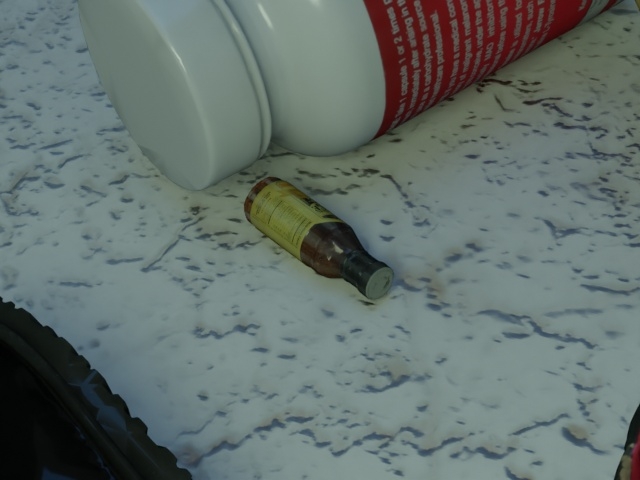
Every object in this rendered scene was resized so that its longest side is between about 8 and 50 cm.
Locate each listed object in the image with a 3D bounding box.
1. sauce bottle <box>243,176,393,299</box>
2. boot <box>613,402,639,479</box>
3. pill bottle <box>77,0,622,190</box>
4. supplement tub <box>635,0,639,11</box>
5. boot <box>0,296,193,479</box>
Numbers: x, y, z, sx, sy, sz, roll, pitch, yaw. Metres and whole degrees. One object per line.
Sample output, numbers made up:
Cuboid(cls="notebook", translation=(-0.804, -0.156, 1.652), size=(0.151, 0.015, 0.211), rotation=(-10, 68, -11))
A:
Cuboid(cls="sauce bottle", translation=(0.000, 0.000, 1.355), size=(0.042, 0.042, 0.128), rotation=(-34, 50, -25))
Cuboid(cls="boot", translation=(0.220, 0.163, 0.956), size=(0.138, 0.284, 0.377), rotation=(12, 47, 22))
Cuboid(cls="pill bottle", translation=(0.040, -0.203, 1.427), size=(0.408, 0.229, 0.229), rotation=(-30, 46, -22))
Cuboid(cls="supplement tub", translation=(0.338, -0.147, 1.261), size=(0.241, 0.241, 0.331), rotation=(-15, 62, -6))
Cuboid(cls="boot", translation=(-0.212, 0.188, 1.121), size=(0.260, 0.131, 0.348), rotation=(-32, 47, -23))
